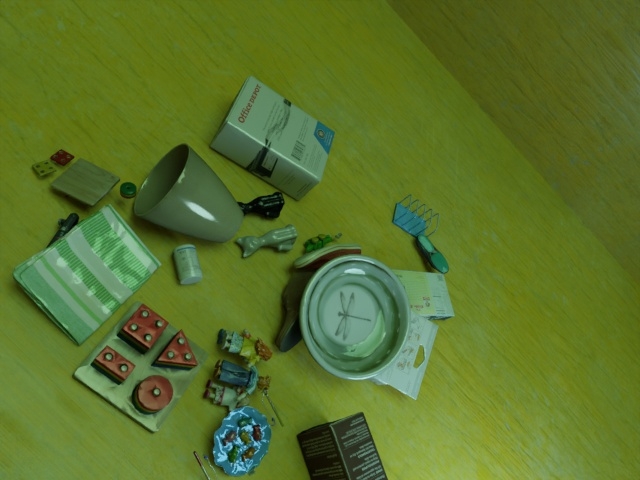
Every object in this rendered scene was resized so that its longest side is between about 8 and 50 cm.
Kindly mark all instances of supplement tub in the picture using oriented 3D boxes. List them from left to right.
[{"bbox_3d":[-0.400,0.072,1.546,0.071,0.071,0.107,-5,68,-38],"label":"supplement tub"}]

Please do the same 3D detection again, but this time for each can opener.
[{"bbox_3d":[-0.697,0.002,1.376,0.073,0.059,0.186,20,52,3],"label":"can opener"}]

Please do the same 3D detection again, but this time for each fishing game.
[{"bbox_3d":[-0.205,0.547,1.388,0.264,0.041,0.189,-31,109,-37],"label":"fishing game"}]

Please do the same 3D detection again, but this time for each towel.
[{"bbox_3d":[-0.609,0.078,1.378,0.247,0.038,0.324,54,44,-17],"label":"towel"}]

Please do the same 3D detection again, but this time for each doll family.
[{"bbox_3d":[-0.218,0.363,1.474,0.163,0.118,0.262,25,52,-23],"label":"doll family"}]

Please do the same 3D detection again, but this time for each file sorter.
[{"bbox_3d":[0.416,-0.100,2.223,0.170,0.104,0.118,32,50,-18],"label":"file sorter"}]

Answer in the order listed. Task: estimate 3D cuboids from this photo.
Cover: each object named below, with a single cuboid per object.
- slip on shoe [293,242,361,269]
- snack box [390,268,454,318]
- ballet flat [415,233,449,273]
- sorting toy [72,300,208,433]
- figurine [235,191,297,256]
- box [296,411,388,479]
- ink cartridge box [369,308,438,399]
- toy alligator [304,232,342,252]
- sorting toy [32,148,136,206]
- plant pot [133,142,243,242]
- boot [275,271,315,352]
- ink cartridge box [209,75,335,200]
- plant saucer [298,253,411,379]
[{"bbox_3d":[0.039,0.074,1.830,0.331,0.123,0.101,-5,77,-50],"label":"slip on shoe"},{"bbox_3d":[0.381,0.217,2.038,0.322,0.060,0.187,7,61,-33],"label":"snack box"},{"bbox_3d":[0.472,0.063,2.187,0.074,0.074,0.203,-16,65,-41],"label":"ballet flat"},{"bbox_3d":[-0.451,0.319,1.350,0.255,0.089,0.257,40,47,-10],"label":"sorting toy"},{"bbox_3d":[-0.208,-0.052,1.761,0.210,0.092,0.214,-13,73,-32],"label":"figurine"},{"bbox_3d":[0.091,0.702,1.451,0.143,0.191,0.381,-5,68,-38],"label":"box"},{"bbox_3d":[0.262,0.372,1.817,0.261,0.066,0.296,33,62,-15],"label":"ink cartridge box"},{"bbox_3d":[0.000,0.000,1.899,0.051,0.056,0.190,26,35,34],"label":"toy alligator"},{"bbox_3d":[-0.682,-0.162,1.480,0.275,0.046,0.132,26,48,0],"label":"sorting toy"},{"bbox_3d":[-0.378,-0.112,1.577,0.274,0.257,0.256,38,46,-34],"label":"plant pot"},{"bbox_3d":[-0.083,0.228,1.688,0.115,0.112,0.305,17,54,20],"label":"boot"},{"bbox_3d":[-0.171,-0.379,1.915,0.395,0.166,0.285,31,49,-19],"label":"ink cartridge box"},{"bbox_3d":[0.104,0.247,1.679,0.401,0.101,0.400,3,81,-23],"label":"plant saucer"}]
